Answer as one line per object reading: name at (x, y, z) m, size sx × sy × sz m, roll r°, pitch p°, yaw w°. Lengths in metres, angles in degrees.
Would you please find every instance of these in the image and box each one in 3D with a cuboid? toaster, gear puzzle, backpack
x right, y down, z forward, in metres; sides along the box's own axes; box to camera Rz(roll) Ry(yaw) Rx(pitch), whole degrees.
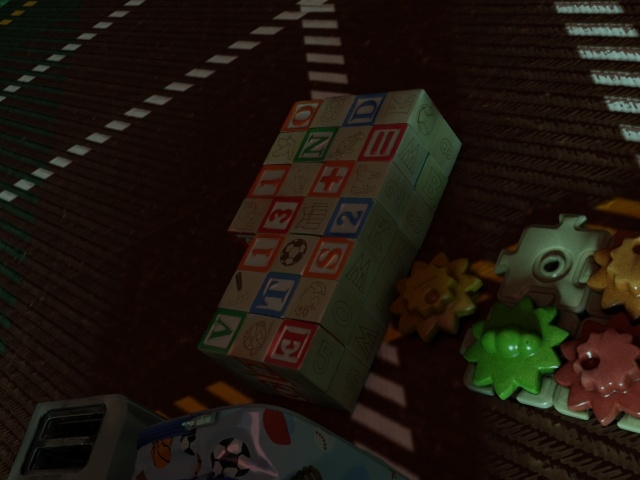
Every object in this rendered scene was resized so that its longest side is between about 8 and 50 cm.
toaster at (-0.208, 0.241, 0.744) m, size 0.185 × 0.110 × 0.168 m, roll -12°, pitch 51°, yaw 33°
gear puzzle at (0.190, 0.045, 0.622) m, size 0.339 × 0.044 × 0.175 m, roll 7°, pitch 62°, yaw 44°
backpack at (-0.059, 0.231, 0.523) m, size 0.263 × 0.276 × 0.213 m, roll -23°, pitch 39°, yaw 33°

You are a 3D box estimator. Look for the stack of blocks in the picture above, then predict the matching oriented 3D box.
stack of blocks at (0.000, 0.000, 0.789) m, size 0.171 × 0.087 × 0.297 m, roll 3°, pitch 59°, yaw 42°
